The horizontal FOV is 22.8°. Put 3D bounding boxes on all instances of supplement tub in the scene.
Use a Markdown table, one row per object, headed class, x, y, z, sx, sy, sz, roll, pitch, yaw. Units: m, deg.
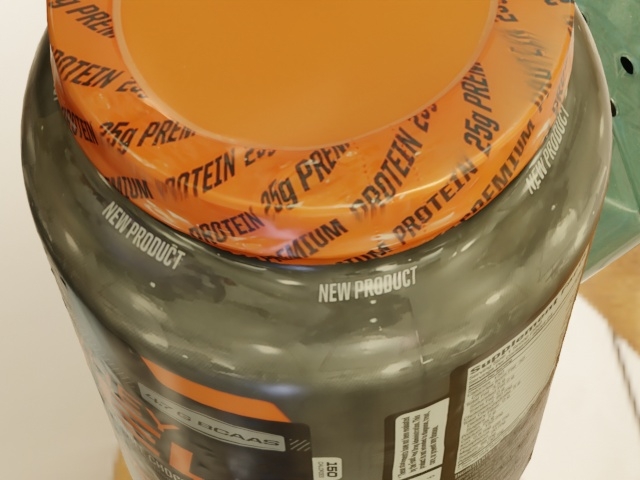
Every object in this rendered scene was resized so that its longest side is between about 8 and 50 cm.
| class | x | y | z | sx | sy | sz | roll | pitch | yaw |
| --- | --- | --- | --- | --- | --- | --- | --- | --- | --- |
| supplement tub | 0.000 | 0.000 | 0.628 | 0.338 | 0.207 | 0.207 | 87 | -8 | -61 |

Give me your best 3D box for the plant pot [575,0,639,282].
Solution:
| class | x | y | z | sx | sy | sz | roll | pitch | yaw |
| --- | --- | --- | --- | --- | --- | --- | --- | --- | --- |
| plant pot | 0.103 | -0.070 | 1.233 | 0.334 | 0.341 | 0.341 | -33 | -123 | 46 |
